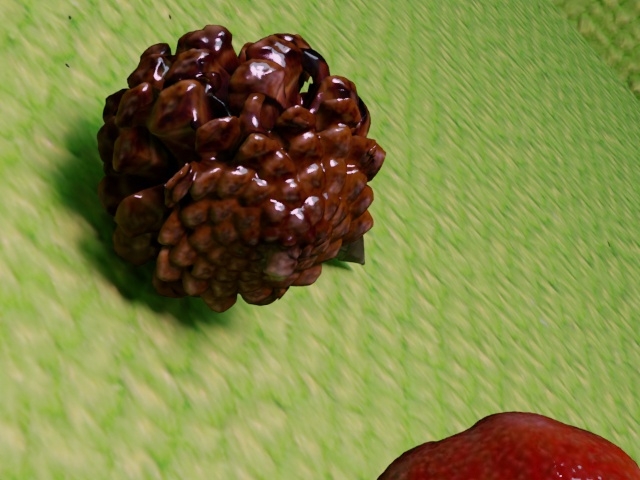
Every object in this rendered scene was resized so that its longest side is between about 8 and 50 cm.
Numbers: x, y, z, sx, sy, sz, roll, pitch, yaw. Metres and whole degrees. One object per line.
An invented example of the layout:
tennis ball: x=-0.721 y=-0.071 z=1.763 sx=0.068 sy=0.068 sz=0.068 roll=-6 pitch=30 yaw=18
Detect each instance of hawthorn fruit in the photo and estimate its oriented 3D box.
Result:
hawthorn fruit: x=0.108 y=0.185 z=0.773 sx=0.169 sy=0.169 sz=0.188 roll=30 pitch=33 yaw=-43

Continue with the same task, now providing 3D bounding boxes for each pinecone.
pinecone: x=-0.050 y=-0.045 z=0.828 sx=0.173 sy=0.173 sz=0.173 roll=42 pitch=23 yaw=-22

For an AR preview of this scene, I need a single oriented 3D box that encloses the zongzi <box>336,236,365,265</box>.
zongzi: x=0.000 y=0.000 z=0.997 sx=0.119 sy=0.055 sz=0.109 roll=54 pitch=20 yaw=-26
